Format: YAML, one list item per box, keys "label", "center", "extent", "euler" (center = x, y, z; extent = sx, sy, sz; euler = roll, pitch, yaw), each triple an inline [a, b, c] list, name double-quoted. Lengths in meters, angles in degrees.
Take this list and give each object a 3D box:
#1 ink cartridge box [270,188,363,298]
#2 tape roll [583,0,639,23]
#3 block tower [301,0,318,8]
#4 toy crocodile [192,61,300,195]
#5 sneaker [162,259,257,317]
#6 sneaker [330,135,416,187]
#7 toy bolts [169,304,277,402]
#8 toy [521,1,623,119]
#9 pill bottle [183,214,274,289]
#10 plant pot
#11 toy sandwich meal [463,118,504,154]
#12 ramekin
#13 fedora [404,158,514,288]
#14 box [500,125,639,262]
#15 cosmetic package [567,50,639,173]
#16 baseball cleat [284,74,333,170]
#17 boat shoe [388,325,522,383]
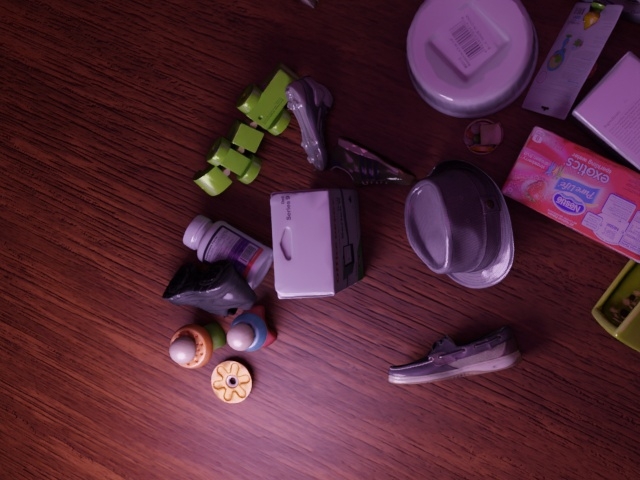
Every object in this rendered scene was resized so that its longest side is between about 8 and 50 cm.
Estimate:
- label: "ink cartridge box"
  center: [0.000, 0.000, 1.524]
  extent: [0.121, 0.289, 0.211]
  euler: [-3, 93, 14]
- label: "tape roll"
  center: [0.574, -0.487, 1.387]
  extent: [0.219, 0.219, 0.072]
  euler: [27, 99, 11]
- label: "block tower"
  center: [0.016, -0.681, 1.579]
  extent: [0.097, 0.091, 0.335]
  euler: [29, 99, 11]
- label: "toy crocodile"
  center: [-0.165, -0.245, 1.651]
  extent: [0.115, 0.105, 0.340]
  euler: [28, 100, -29]
- label: "sneaker"
  center: [-0.253, 0.122, 1.650]
  extent: [0.130, 0.286, 0.109]
  euler: [44, 63, -28]
- label: "sneaker"
  center: [0.107, -0.150, 1.609]
  extent: [0.192, 0.064, 0.086]
  euler: [29, 107, 11]
- label: "toy bolts"
  center: [-0.210, 0.260, 1.659]
  extent: [0.228, 0.158, 0.218]
  euler: [-31, 86, 14]
- label: "toy"
  center: [0.515, -0.357, 1.477]
  extent: [0.056, 0.137, 0.237]
  euler: [18, 102, -28]
- label: "pill bottle"
  center: [-0.211, 0.022, 1.671]
  extent: [0.193, 0.108, 0.108]
  euler: [30, 100, 11]
- label: "plant pot"
  center: [0.687, 0.130, 1.403]
  extent: [0.207, 0.227, 0.228]
  euler: [36, 101, 3]
- label: "toy sandwich meal"
  center: [0.346, -0.220, 1.558]
  extent: [0.085, 0.029, 0.086]
  euler: [1, 94, 14]
- label: "ramekin"
  center: [0.306, -0.395, 1.503]
  extent: [0.277, 0.135, 0.277]
  euler: [1, 94, 13]
- label: "fedora"
  center: [0.259, -0.027, 1.488]
  extent: [0.243, 0.124, 0.275]
  euler: [-12, 89, 56]
- label: "box"
  center: [0.526, -0.093, 1.464]
  extent: [0.300, 0.142, 0.154]
  euler: [27, 99, 11]
- label: "cosmetic package"
  center: [0.604, -0.243, 1.430]
  extent: [0.183, 0.151, 0.151]
  euler: [43, 102, 6]
- label: "baseball cleat"
  center: [-0.004, -0.261, 1.620]
  extent: [0.109, 0.072, 0.206]
  euler: [-31, 115, -25]
- label: "boat shoe"
  center: [0.281, 0.246, 1.572]
  extent: [0.285, 0.103, 0.092]
  euler: [-12, 85, 11]
